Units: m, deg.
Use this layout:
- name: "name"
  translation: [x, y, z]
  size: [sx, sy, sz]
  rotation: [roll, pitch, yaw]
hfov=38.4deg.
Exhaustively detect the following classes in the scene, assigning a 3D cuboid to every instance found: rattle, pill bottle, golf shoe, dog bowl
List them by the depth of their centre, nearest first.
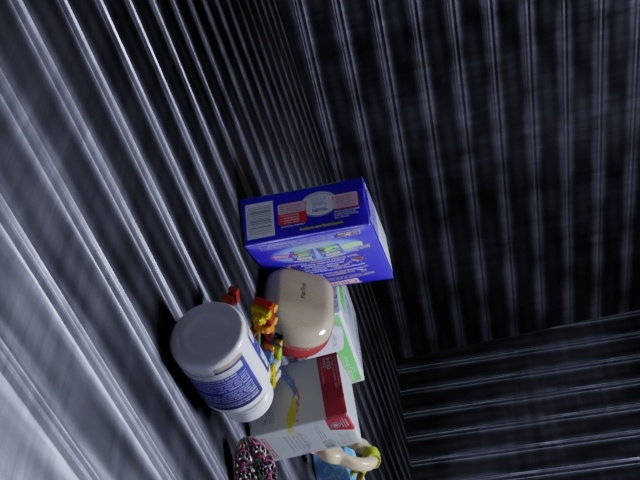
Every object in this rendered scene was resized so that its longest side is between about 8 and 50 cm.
- name: "pill bottle"
  translation: [-0.134, 0.184, 1.331]
  size: [0.187, 0.112, 0.112]
  rotation: [68, 12, -48]
- name: "golf shoe"
  translation: [-0.101, 0.395, 1.450]
  size: [0.086, 0.067, 0.186]
  rotation: [1, -72, 69]
- name: "rattle"
  translation: [0.020, 0.486, 1.982]
  size: [0.143, 0.199, 0.130]
  rotation: [-61, -140, 27]
- name: "dog bowl"
  translation: [0.053, 0.564, 2.159]
  size: [0.166, 0.074, 0.297]
  rotation: [-94, 169, -49]

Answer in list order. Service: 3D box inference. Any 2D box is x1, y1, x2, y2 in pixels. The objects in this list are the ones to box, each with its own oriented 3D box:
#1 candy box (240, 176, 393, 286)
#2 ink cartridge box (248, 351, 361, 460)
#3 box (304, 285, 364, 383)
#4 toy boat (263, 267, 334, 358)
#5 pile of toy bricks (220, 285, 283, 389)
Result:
- name: "candy box"
  translation: [0.000, 0.000, 1.995]
  size: [0.317, 0.268, 0.122]
  rotation: [62, 21, -64]
- name: "ink cartridge box"
  translation: [-0.032, 0.298, 1.632]
  size: [0.128, 0.176, 0.127]
  rotation: [67, 10, -54]
- name: "box"
  translation: [0.012, 0.196, 2.288]
  size: [0.231, 0.127, 0.262]
  rotation: [-96, 171, -50]
- name: "toy boat"
  translation: [-0.055, 0.171, 1.914]
  size: [0.231, 0.151, 0.151]
  rotation: [-88, -168, -61]
- name: "pile of toy bricks"
  translation: [-0.129, 0.182, 1.493]
  size: [0.212, 0.118, 0.105]
  rotation: [91, 24, -45]
